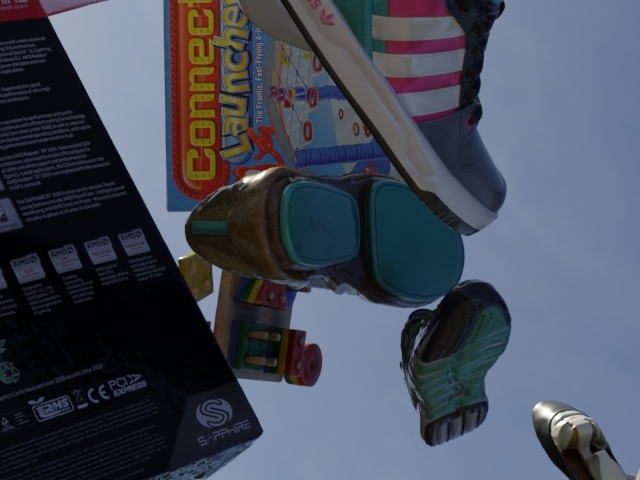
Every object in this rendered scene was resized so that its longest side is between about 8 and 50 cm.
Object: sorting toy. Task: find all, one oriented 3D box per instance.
[{"bbox_3d":[-0.053,0.070,1.552,0.046,0.132,0.274,6,-5,27],"label":"sorting toy"}]

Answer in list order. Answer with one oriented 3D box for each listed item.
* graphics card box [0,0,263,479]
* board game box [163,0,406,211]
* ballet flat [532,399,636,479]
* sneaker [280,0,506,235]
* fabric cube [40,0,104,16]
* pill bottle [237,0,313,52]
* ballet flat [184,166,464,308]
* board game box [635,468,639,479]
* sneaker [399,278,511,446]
[{"bbox_3d":[-0.219,0.011,1.019,0.094,0.233,0.371,-43,-109,44],"label":"graphics card box"},{"bbox_3d":[-0.011,-0.183,1.686,0.086,0.302,0.308,-105,-166,-85],"label":"board game box"},{"bbox_3d":[0.293,0.236,1.736,0.074,0.074,0.203,84,-15,-49],"label":"ballet flat"},{"bbox_3d":[0.090,-0.143,0.984,0.295,0.178,0.124,52,11,-40],"label":"sneaker"},{"bbox_3d":[-0.366,-0.362,1.656,0.258,0.259,0.254,154,-83,-79],"label":"fabric cube"},{"bbox_3d":[0.038,-0.310,1.356,0.160,0.283,0.160,13,-15,3],"label":"pill bottle"},{"bbox_3d":[0.000,0.000,1.353,0.124,0.342,0.116,-3,-93,29],"label":"ballet flat"},{"bbox_3d":[0.335,0.254,1.556,0.090,0.020,0.090,-114,-155,-44],"label":"board game box"},{"bbox_3d":[0.093,0.080,1.309,0.223,0.083,0.098,96,-29,-55],"label":"sneaker"}]
